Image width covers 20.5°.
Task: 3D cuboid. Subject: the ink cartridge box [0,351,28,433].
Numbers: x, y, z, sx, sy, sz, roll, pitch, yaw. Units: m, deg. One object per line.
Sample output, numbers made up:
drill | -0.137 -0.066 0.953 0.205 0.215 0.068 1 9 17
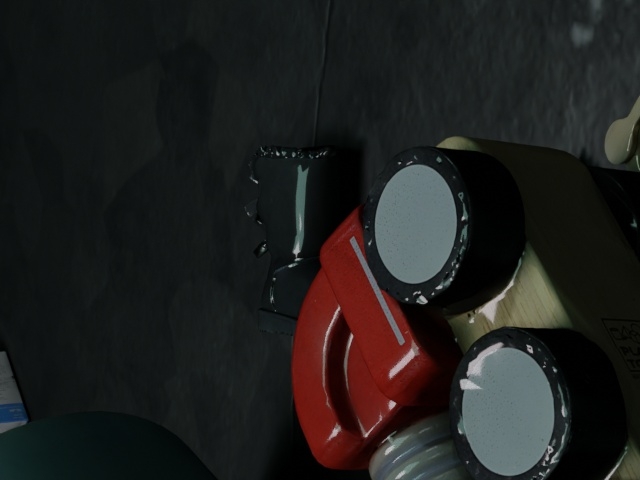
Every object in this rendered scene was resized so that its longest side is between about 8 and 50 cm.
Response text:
ink cartridge box | -0.253 0.119 1.364 0.083 0.028 0.048 64 143 33

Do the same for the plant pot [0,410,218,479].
plant pot | -0.094 0.270 0.874 0.235 0.293 0.293 35 123 36

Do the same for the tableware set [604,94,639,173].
tableware set | 0.136 0.020 0.698 0.141 0.020 0.168 -58 45 44

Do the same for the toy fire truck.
toy fire truck | 0.067 0.112 0.689 0.246 0.158 0.217 -49 52 35

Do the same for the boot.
boot | 0.001 0.000 0.908 0.121 0.045 0.099 2 92 61
